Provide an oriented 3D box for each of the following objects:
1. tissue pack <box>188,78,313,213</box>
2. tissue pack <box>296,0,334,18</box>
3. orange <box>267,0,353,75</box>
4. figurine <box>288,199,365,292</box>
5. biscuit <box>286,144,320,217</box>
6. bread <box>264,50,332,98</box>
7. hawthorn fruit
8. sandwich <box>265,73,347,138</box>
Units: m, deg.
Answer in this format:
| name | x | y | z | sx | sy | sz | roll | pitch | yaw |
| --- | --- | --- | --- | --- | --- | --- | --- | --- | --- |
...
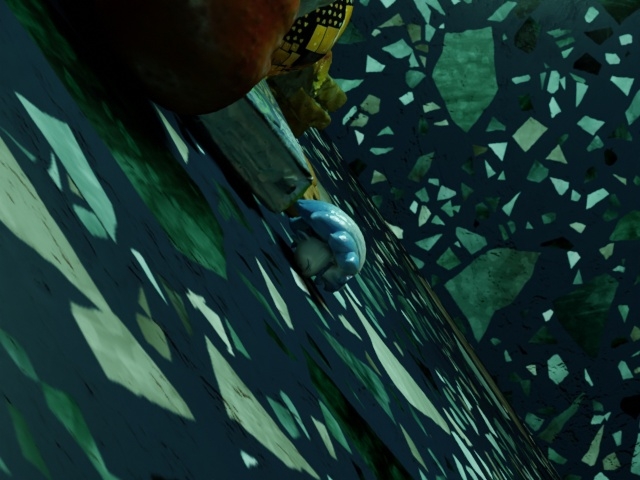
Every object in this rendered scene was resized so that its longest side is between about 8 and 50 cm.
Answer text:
| name | x | y | z | sx | sy | sz | roll | pitch | yaw |
| --- | --- | --- | --- | --- | --- | --- | --- | --- | --- |
| tissue pack | -0.101 | -0.157 | 1.481 | 0.173 | 0.073 | 0.235 | 48 | 9 | -42 |
| tissue pack | -0.154 | -0.386 | 1.373 | 0.390 | 0.195 | 0.375 | 53 | 3 | -37 |
| orange | -0.072 | -0.321 | 1.808 | 0.234 | 0.234 | 0.182 | 57 | -18 | 11 |
| figurine | 0.000 | 0.000 | 1.463 | 0.114 | 0.079 | 0.114 | 49 | -14 | 17 |
| biscuit | -0.064 | -0.128 | 1.790 | 0.202 | 0.047 | 0.334 | 56 | 5 | -2 |
| bread | -0.119 | -0.339 | 1.977 | 0.380 | 0.109 | 0.185 | 53 | 43 | -32 |
| hawthorn fruit | -0.120 | -0.209 | 1.167 | 0.200 | 0.179 | 0.179 | 33 | 17 | -30 |
| sandwich | -0.104 | -0.351 | 2.313 | 0.325 | 0.131 | 0.262 | 58 | 7 | 27 |
